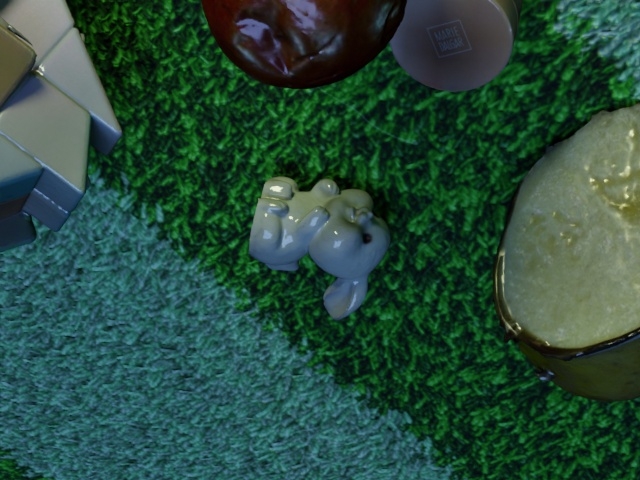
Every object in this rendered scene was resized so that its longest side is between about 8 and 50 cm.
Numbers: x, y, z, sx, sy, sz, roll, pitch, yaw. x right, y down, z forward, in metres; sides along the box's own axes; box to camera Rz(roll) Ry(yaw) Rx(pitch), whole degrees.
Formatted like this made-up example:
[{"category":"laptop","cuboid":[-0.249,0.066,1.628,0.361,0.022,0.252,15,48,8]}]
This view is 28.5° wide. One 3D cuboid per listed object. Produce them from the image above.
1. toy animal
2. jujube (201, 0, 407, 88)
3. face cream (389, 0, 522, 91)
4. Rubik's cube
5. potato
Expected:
[{"category":"toy animal","cuboid":[-0.006,0.001,1.771,0.193,0.127,0.178,20,134,-2]},{"category":"jujube","cuboid":[-0.005,-0.300,1.384,0.223,0.318,0.223,9,132,10]},{"category":"face cream","cuboid":[0.162,-0.267,1.505,0.149,0.104,0.149,8,131,10]},{"category":"Rubik's cube","cuboid":[-0.451,-0.153,1.575,0.368,0.387,0.358,37,155,-8]},{"category":"potato","cuboid":[0.419,0.031,1.641,0.397,0.290,0.296,-52,140,4]}]
